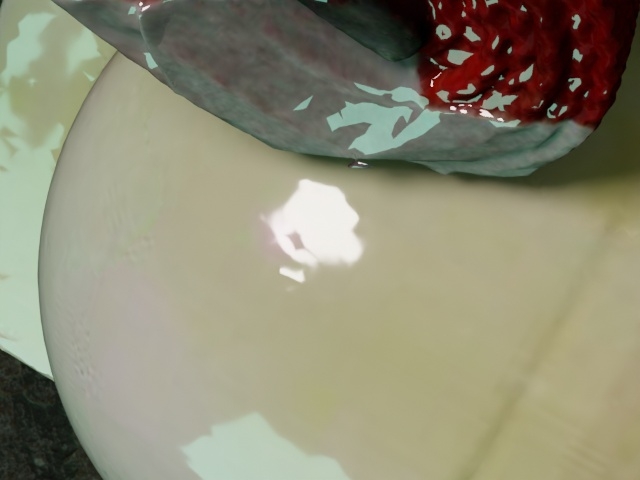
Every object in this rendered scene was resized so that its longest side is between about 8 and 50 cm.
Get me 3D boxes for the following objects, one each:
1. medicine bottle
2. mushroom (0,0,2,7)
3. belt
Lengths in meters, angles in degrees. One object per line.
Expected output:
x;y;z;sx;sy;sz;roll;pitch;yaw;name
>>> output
0.065;0.033;0.539;0.406;0.235;0.236;30;169;6;medicine bottle
-0.217;-0.088;0.819;0.204;0.204;0.204;30;169;7;mushroom
0.000;-0.112;0.381;0.201;0.124;0.128;36;145;-32;belt
